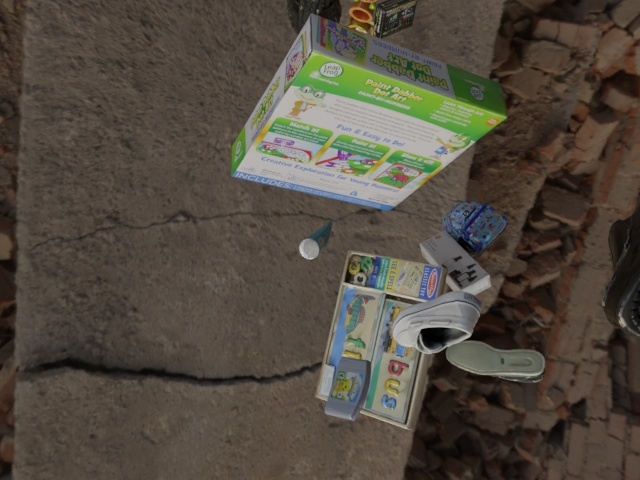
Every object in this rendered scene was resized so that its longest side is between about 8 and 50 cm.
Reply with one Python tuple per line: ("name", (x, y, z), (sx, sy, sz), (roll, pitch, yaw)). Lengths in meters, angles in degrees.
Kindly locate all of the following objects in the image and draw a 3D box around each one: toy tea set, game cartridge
("toy tea set", (0.068, -0.665, 1.565), (0.200, 0.336, 0.124), (20, 84, -1))
("game cartridge", (0.040, 0.203, 0.742), (0.017, 0.056, 0.083), (42, 57, -42))

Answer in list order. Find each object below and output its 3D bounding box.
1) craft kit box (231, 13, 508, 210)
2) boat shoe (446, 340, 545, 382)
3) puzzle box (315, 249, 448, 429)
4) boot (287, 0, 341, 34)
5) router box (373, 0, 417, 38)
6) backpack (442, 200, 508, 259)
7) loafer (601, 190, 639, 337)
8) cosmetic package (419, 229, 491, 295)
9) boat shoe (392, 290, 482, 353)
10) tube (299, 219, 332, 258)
("craft kit box", (0.046, -0.132, 0.657), (0.249, 0.246, 0.061), (10, 65, -25))
("boat shoe", (0.427, 0.303, 1.320), (0.233, 0.084, 0.079), (4, 150, 25))
("puzzle box", (0.155, 0.244, 1.387), (0.272, 0.052, 0.409), (10, 84, 29))
("boot", (0.010, -0.581, 1.006), (0.131, 0.260, 0.348), (19, 91, 3))
("router box", (0.210, -0.635, 1.514), (0.122, 0.092, 0.038), (-28, 65, -18))
("backpack", (0.477, -0.054, 1.686), (0.158, 0.117, 0.173), (-42, 71, -9))
("loafer", (0.348, 0.016, 0.574), (0.220, 0.078, 0.080), (-45, 112, -28))
("cosmetic package", (0.404, 0.071, 1.627), (0.098, 0.239, 0.060), (-27, 131, -6))
("boat shoe", (0.209, 0.174, 1.041), (0.095, 0.258, 0.084), (27, 59, -7))
("tube", (0.000, 0.000, 1.409), (0.052, 0.207, 0.080), (20, 106, 11))
